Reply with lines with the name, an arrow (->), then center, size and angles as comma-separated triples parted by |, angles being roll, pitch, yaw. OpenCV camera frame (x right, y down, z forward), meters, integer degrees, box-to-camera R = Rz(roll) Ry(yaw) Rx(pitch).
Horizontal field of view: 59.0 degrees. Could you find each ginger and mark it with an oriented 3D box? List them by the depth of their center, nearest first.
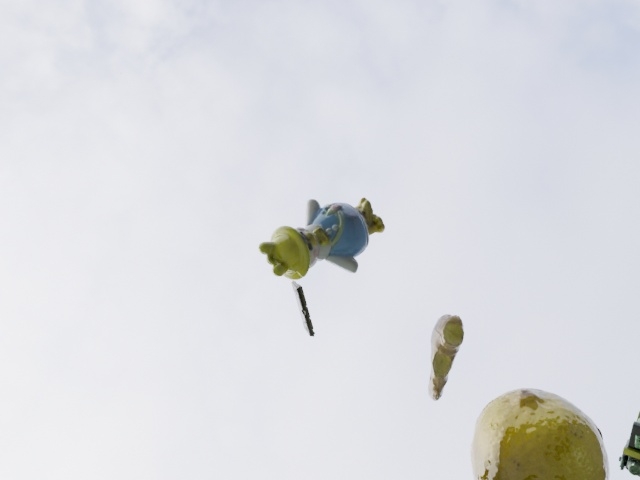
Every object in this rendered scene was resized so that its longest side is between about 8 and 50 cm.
ginger -> 0.349, 0.341, 1.632 | 0.086, 0.131, 0.295 | 4, -65, -8

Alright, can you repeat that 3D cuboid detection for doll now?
doll -> 0.001, 0.000, 0.967 | 0.241, 0.098, 0.135 | -23, -75, -38

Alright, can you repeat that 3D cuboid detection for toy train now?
toy train -> 0.459, 0.287, 0.798 | 0.122, 0.050, 0.081 | -2, -74, -53

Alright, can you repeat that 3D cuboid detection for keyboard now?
keyboard -> -0.039, 0.155, 1.287 | 0.015, 0.049, 0.129 | -19, -70, -13

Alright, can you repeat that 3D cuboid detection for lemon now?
lemon -> 0.413, 0.422, 1.074 | 0.260, 0.260, 0.284 | -4, -101, -18
